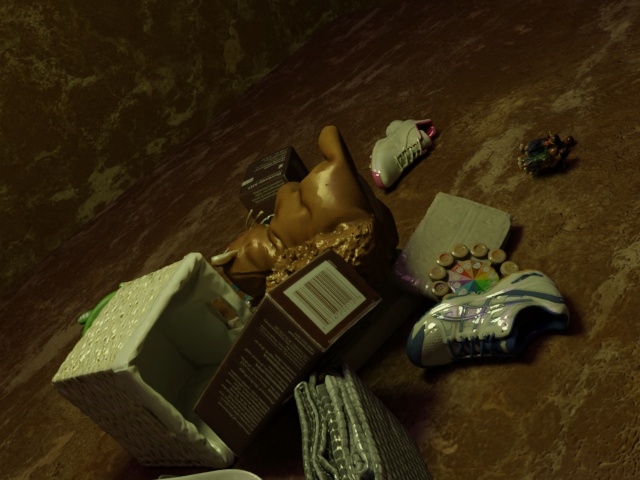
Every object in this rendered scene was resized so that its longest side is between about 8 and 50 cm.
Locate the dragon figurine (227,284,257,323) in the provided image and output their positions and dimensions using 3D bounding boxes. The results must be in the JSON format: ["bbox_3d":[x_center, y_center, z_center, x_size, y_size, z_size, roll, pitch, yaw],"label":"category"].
[{"bbox_3d":[-0.167,0.127,1.749,0.289,0.085,0.144,-42,29,-19],"label":"dragon figurine"}]

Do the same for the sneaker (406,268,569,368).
[{"bbox_3d":[0.293,0.158,1.195,0.297,0.111,0.131,-30,30,8],"label":"sneaker"}]

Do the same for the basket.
[{"bbox_3d":[-0.315,0.268,1.428,0.267,0.328,0.331,-19,31,33],"label":"basket"}]

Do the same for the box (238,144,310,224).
[{"bbox_3d":[-0.127,-0.155,2.075,0.169,0.167,0.203,-23,29,19],"label":"box"}]

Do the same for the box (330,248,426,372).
[{"bbox_3d":[0.093,0.141,1.486,0.322,0.058,0.232,-42,29,-20],"label":"box"}]

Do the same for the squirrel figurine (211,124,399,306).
[{"bbox_3d":[-0.042,0.030,1.407,0.371,0.281,0.396,-27,40,15],"label":"squirrel figurine"}]

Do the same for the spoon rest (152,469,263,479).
[{"bbox_3d":[-0.227,0.465,1.188,0.277,0.084,0.137,-4,32,4],"label":"spoon rest"}]

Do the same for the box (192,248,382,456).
[{"bbox_3d":[-0.069,0.209,1.209,0.191,0.143,0.381,-34,-15,-47],"label":"box"}]

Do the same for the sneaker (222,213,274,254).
[{"bbox_3d":[-0.170,-0.016,1.973,0.279,0.107,0.118,-29,18,2],"label":"sneaker"}]

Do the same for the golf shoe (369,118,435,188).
[{"bbox_3d":[0.238,-0.263,1.937,0.140,0.115,0.306,-8,37,34],"label":"golf shoe"}]

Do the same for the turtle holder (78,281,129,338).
[{"bbox_3d":[-0.431,0.239,1.718,0.320,0.243,0.227,-9,12,-36],"label":"turtle holder"}]

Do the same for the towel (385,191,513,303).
[{"bbox_3d":[0.277,0.021,1.417,0.187,0.049,0.282,21,55,24],"label":"towel"}]

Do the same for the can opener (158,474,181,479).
[{"bbox_3d":[-0.302,0.561,1.230,0.095,0.076,0.283,-55,15,33],"label":"can opener"}]

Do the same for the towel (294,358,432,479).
[{"bbox_3d":[0.068,0.341,1.003,0.121,0.235,0.283,-36,27,6],"label":"towel"}]

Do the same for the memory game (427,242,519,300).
[{"bbox_3d":[0.305,0.075,1.327,0.186,0.012,0.186,-3,50,4],"label":"memory game"}]

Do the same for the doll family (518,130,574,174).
[{"bbox_3d":[0.534,-0.210,1.582,0.111,0.076,0.193,-22,26,30],"label":"doll family"}]
